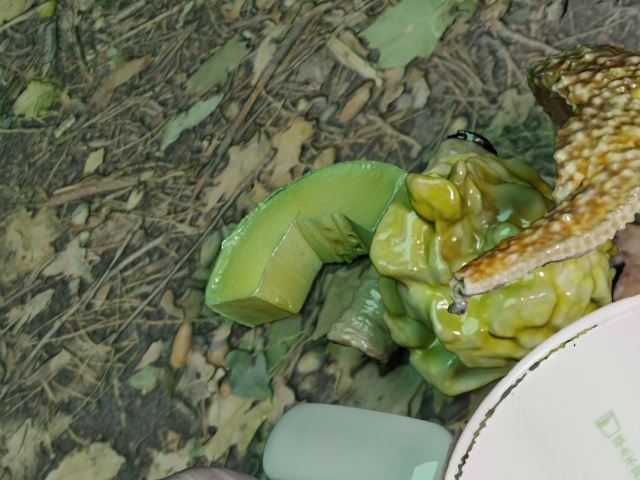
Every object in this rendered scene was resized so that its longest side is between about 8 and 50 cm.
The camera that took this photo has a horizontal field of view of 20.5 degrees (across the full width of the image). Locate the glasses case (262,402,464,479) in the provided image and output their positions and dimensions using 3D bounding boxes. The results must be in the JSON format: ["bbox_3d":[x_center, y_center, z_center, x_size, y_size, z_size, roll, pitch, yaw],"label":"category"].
[{"bbox_3d":[0.031,0.175,1.419,0.197,0.049,0.076,3,61,45],"label":"glasses case"}]

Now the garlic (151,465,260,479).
[{"bbox_3d":[-0.094,0.289,1.374,0.256,0.207,0.207,131,161,-65],"label":"garlic"}]

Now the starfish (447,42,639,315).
[{"bbox_3d":[0.254,-0.065,1.221,0.384,0.132,0.398,-1,17,-4],"label":"starfish"}]

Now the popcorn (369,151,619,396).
[{"bbox_3d":[0.125,0.017,1.357,0.167,0.185,0.187,-39,4,-16],"label":"popcorn"}]

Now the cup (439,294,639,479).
[{"bbox_3d":[0.233,0.200,1.009,0.253,0.274,0.253,-22,34,16],"label":"cup"}]

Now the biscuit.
[{"bbox_3d":[0.080,0.004,1.507,0.061,0.055,0.219,25,74,12],"label":"biscuit"}]

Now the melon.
[{"bbox_3d":[0.000,0.000,1.585,0.210,0.064,0.118,-19,47,29],"label":"melon"}]
